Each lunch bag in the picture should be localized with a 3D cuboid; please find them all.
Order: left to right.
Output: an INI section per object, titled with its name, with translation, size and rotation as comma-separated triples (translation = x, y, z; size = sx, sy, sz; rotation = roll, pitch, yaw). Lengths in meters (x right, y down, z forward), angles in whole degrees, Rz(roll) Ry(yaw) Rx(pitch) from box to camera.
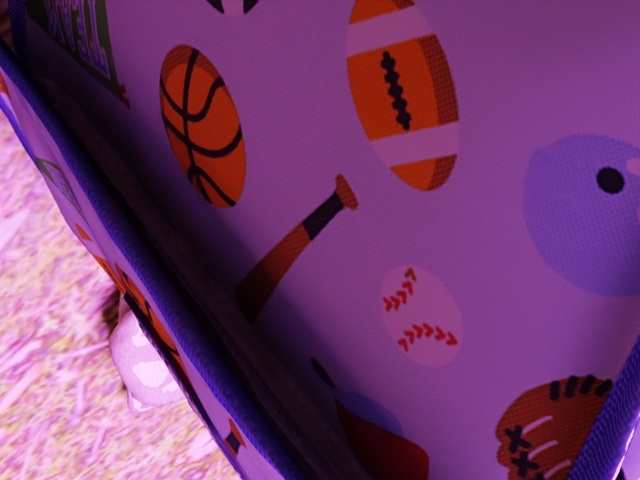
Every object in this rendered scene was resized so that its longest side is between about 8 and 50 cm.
[lunch bag]
translation = 0.044, -0.041, 0.586
size = 0.239, 0.328, 0.385
rotation = -16, 142, -34

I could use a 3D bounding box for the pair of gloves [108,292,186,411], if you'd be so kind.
[pair of gloves]
translation = 0.000, 0.000, 0.907
size = 0.240, 0.042, 0.204
rotation = -23, 148, -27
